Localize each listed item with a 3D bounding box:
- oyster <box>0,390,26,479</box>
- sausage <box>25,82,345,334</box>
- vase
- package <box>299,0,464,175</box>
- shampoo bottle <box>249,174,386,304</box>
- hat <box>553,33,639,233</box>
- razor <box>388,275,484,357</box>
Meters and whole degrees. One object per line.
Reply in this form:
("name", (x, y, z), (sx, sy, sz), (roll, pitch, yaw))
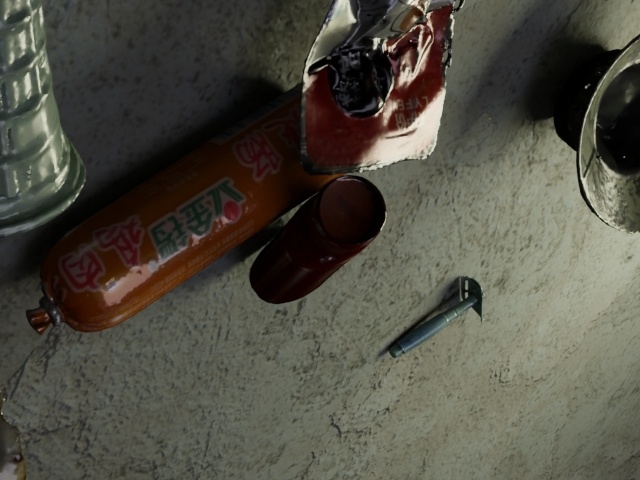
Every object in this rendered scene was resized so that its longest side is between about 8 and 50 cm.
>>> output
("oyster", (-0.382, 0.195, 1.074), (0.396, 0.111, 0.204), (-9, 114, -48))
("sausage", (-0.114, -0.018, 1.163), (0.312, 0.093, 0.093), (-35, 148, -24))
("vase", (-0.215, -0.154, 0.828), (0.143, 0.143, 0.299), (-27, 142, -33))
("package", (0.058, -0.193, 1.175), (0.194, 0.071, 0.269), (-7, 116, -40))
("shampoo bottle", (0.000, 0.000, 1.242), (0.102, 0.064, 0.260), (-34, 178, -15))
("hat", (0.346, -0.148, 1.589), (0.265, 0.128, 0.265), (-22, 127, -31))
("razor", (0.141, 0.103, 1.711), (0.135, 0.040, 0.068), (-31, 146, -16))
